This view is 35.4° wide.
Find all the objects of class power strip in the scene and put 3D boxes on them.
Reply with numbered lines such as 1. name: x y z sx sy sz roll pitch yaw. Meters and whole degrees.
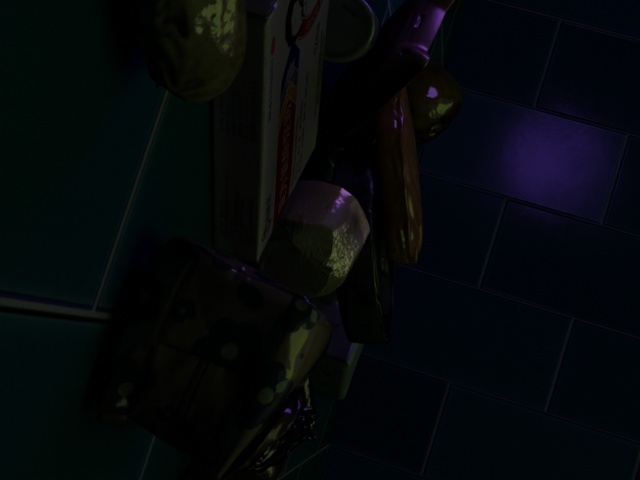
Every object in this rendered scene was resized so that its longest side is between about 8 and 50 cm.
1. power strip: 0.018 0.167 1.921 0.139 0.140 0.224 95 14 -51

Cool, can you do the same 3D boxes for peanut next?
1. peanut: -0.090 -0.196 0.725 0.099 0.099 0.214 -58 164 -60

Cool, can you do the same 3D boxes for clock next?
1. clock: 0.074 0.009 1.603 0.325 0.067 0.325 -4 90 -81

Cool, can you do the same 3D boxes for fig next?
1. fig: 0.220 -0.311 2.205 0.181 0.181 0.191 88 -6 -64

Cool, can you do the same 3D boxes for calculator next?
1. calculator: 0.070 -0.235 1.427 0.330 0.048 0.220 -37 -156 54

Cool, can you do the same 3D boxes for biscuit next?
1. biscuit: 0.130 -0.119 1.632 0.312 0.057 0.351 65 21 -65

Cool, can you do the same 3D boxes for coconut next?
1. coconut: -0.013 -0.008 1.390 0.147 0.147 0.152 98 17 -44

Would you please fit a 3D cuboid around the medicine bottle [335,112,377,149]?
1. medicine bottle: 0.064 -0.213 1.710 0.183 0.069 0.119 -38 141 -77

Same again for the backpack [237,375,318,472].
1. backpack: -0.085 0.224 1.393 0.258 0.133 0.206 -30 119 -65

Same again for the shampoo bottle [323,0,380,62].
1. shampoo bottle: 0.034 -0.276 1.307 0.262 0.085 0.085 -63 169 -78

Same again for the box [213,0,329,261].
1. box: -0.052 -0.168 1.106 0.353 0.069 0.214 94 16 -49

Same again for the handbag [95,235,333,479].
1. handbag: -0.101 0.125 1.004 0.193 0.190 0.251 -61 174 -9

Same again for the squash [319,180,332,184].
1. squash: 0.014 -0.068 1.684 0.252 0.066 0.066 -14 121 -80

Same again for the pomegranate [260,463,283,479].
1. pomegranate: -0.123 0.343 1.529 0.142 0.114 0.114 -49 178 17

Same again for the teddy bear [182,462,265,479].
1. teddy bear: -0.131 0.425 1.431 0.171 0.144 0.251 -44 150 -52
